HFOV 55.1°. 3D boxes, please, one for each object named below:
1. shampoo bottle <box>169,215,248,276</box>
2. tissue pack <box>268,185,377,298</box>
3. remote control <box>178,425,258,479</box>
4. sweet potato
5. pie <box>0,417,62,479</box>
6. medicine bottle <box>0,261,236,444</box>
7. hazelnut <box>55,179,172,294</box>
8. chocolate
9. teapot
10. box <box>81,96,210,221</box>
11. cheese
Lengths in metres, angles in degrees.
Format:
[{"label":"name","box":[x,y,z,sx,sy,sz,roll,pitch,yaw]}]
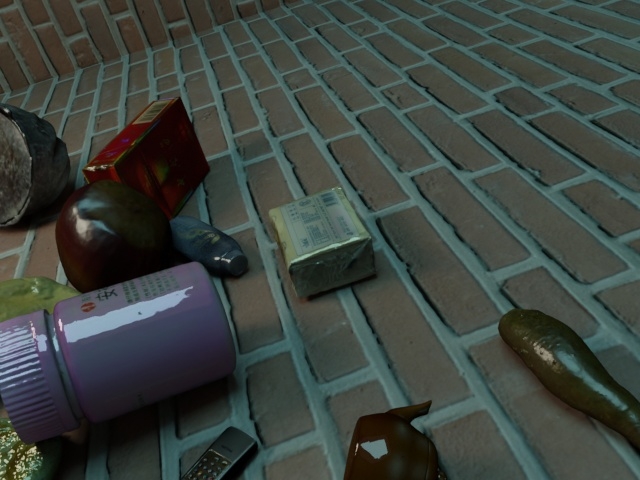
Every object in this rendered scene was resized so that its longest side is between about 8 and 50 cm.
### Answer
[{"label":"shampoo bottle","box":[-0.224,0.011,1.183,0.087,0.049,0.234,-38,40,-25]},{"label":"tissue pack","box":[0.000,0.000,1.069,0.149,0.092,0.196,-18,33,-4]},{"label":"remote control","box":[-0.159,0.315,0.743,0.059,0.028,0.212,18,47,35]},{"label":"sweet potato","box":[0.304,0.154,0.738,0.077,0.077,0.243,-25,34,-12]},{"label":"pie","box":[-0.467,0.326,0.830,0.241,0.054,0.240,-12,34,8]},{"label":"medicine bottle","box":[-0.281,0.151,0.855,0.291,0.178,0.178,-17,33,-19]},{"label":"hazelnut","box":[-0.383,0.011,1.127,0.230,0.229,0.229,-11,34,8]},{"label":"chocolate","box":[-0.740,-0.197,1.528,0.304,0.302,0.213,1,12,24]},{"label":"teapot","box":[0.083,0.254,0.670,0.116,0.116,0.173,4,65,27]},{"label":"box","box":[-0.368,-0.158,1.353,0.089,0.197,0.313,-2,37,20]},{"label":"cheese","box":[-0.460,0.149,0.989,0.214,0.117,0.226,31,32,33]}]
